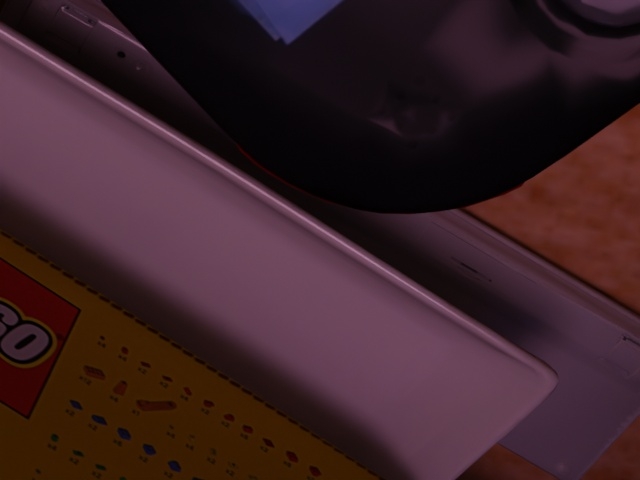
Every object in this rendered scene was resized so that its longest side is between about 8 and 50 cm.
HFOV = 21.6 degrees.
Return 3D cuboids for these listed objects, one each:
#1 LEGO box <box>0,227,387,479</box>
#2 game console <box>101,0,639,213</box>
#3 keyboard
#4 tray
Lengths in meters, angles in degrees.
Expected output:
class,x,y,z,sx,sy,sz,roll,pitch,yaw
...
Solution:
class,x,y,z,sx,sy,sz,roll,pitch,yaw
LEGO box,-0.088,0.247,0.598,0.500,0.193,0.372,35,126,-13
game console,0.021,-0.215,0.401,0.342,0.060,0.386,-34,111,25
keyboard,0.000,0.000,0.563,0.256,0.014,0.072,30,126,-10
tray,-0.068,0.008,0.555,0.270,0.030,0.145,32,130,-10
